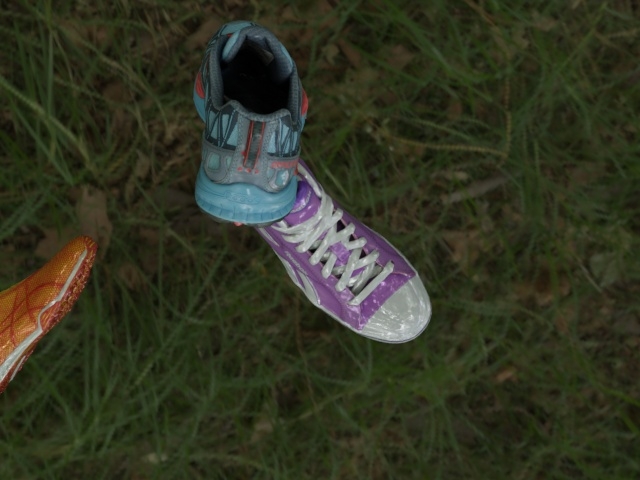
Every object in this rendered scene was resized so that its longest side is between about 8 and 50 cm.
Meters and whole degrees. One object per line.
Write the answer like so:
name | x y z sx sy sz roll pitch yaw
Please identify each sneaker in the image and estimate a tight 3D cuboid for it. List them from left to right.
sneaker | -0.251 0.059 0.833 0.067 0.064 0.175 42 95 -2
sneaker | -0.049 -0.131 0.848 0.104 0.261 0.125 4 129 -11
sneaker | -0.001 0.001 0.993 0.282 0.161 0.102 42 88 1
